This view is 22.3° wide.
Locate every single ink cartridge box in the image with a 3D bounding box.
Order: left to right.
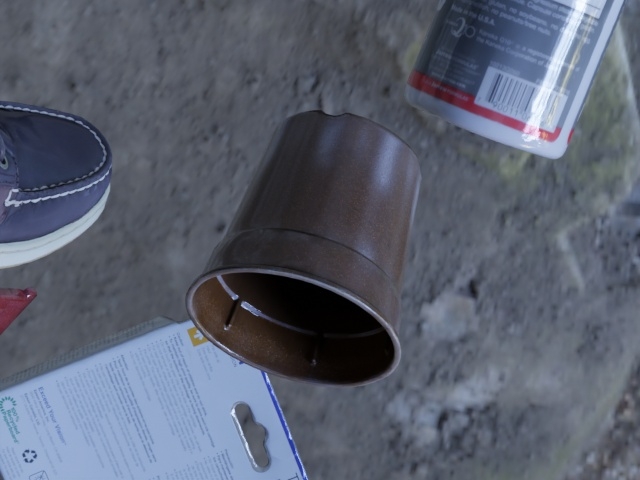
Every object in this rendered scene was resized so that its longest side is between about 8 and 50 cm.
[{"bbox_3d":[-0.195,0.264,1.898,0.330,0.071,0.324,-21,104,-4],"label":"ink cartridge box"}]

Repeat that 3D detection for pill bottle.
[{"bbox_3d":[0.198,-0.232,1.485,0.161,0.161,0.283,21,98,0],"label":"pill bottle"}]

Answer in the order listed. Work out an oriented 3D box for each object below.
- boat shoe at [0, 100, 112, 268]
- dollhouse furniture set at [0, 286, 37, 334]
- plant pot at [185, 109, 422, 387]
[{"bbox_3d":[-0.216,-0.046,0.874,0.103,0.285,0.092,52,125,27],"label":"boat shoe"},{"bbox_3d":[-0.363,0.027,1.132,0.201,0.374,0.152,42,92,5],"label":"dollhouse furniture set"},{"bbox_3d":[0.000,0.000,1.243,0.167,0.165,0.167,13,150,8],"label":"plant pot"}]
